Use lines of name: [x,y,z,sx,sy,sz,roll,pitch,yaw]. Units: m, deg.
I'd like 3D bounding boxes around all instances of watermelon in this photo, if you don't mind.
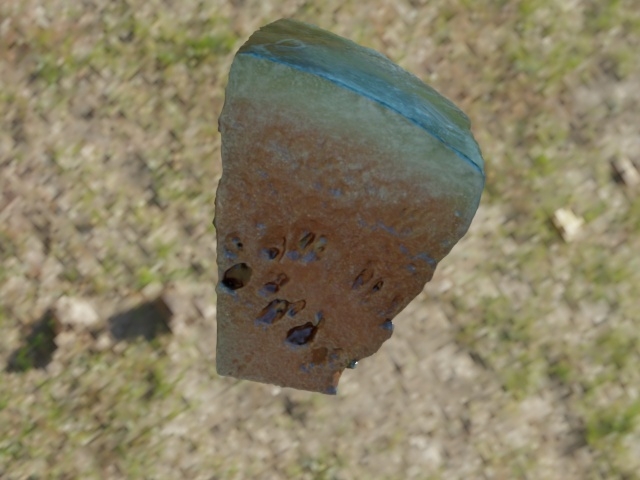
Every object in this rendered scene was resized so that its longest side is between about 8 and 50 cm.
watermelon: [0.000,0.000,1.086,0.154,0.241,0.094,27,33,7]
